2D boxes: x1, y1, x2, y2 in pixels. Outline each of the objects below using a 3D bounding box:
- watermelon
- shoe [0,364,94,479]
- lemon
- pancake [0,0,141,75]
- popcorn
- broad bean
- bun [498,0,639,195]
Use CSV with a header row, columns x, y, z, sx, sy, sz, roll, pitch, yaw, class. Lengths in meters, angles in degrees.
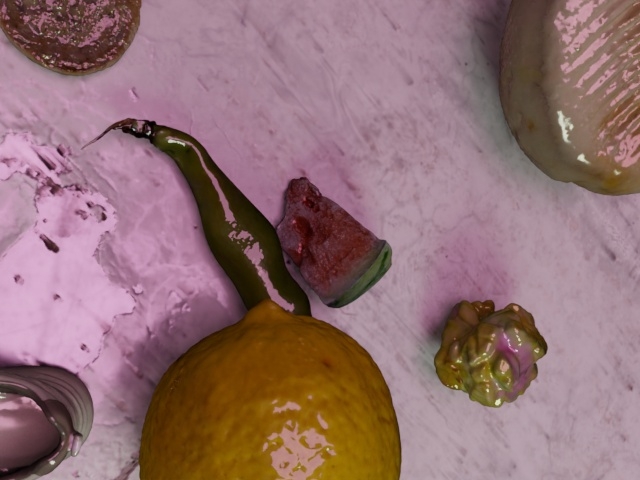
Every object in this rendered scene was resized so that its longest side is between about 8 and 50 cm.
x,y,z,sx,sy,sz,roll,pitch,yaw,class
0.011,0.008,0.769,0.098,0.121,0.158,-40,103,-8,watermelon
-0.342,0.156,0.572,0.316,0.159,0.124,6,87,-28,shoe
-0.046,0.203,0.663,0.267,0.267,0.267,1,88,-25,lemon
-0.252,-0.241,0.701,0.152,0.025,0.151,1,86,-24,pancake
0.212,0.138,0.853,0.145,0.126,0.125,-44,123,-48,popcorn
-0.105,-0.010,0.745,0.318,0.056,0.098,46,69,-13,broad bean
0.382,-0.242,0.894,0.365,0.219,0.365,-3,102,-14,bun
